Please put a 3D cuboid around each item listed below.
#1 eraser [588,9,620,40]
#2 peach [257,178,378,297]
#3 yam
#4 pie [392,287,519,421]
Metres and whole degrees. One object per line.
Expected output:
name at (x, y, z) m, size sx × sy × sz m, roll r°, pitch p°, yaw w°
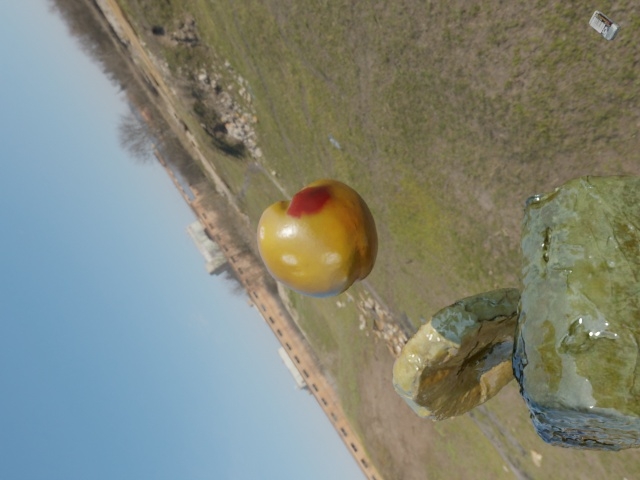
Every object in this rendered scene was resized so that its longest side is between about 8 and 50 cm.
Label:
eraser at (0.493, -0.374, 0.830) m, size 0.099 × 0.019 × 0.027 m, roll -89°, pitch 11°, yaw -49°
peach at (0.000, 0.000, 0.549) m, size 0.138 × 0.138 × 0.138 m, roll 55°, pitch 172°, yaw 12°
yam at (0.337, 0.093, 0.572) m, size 0.195 × 0.300 × 0.195 m, roll 12°, pitch 155°, yaw 6°
pie at (0.286, 0.225, 0.913) m, size 0.083 × 0.339 × 0.340 m, roll 63°, pitch 178°, yaw 45°
